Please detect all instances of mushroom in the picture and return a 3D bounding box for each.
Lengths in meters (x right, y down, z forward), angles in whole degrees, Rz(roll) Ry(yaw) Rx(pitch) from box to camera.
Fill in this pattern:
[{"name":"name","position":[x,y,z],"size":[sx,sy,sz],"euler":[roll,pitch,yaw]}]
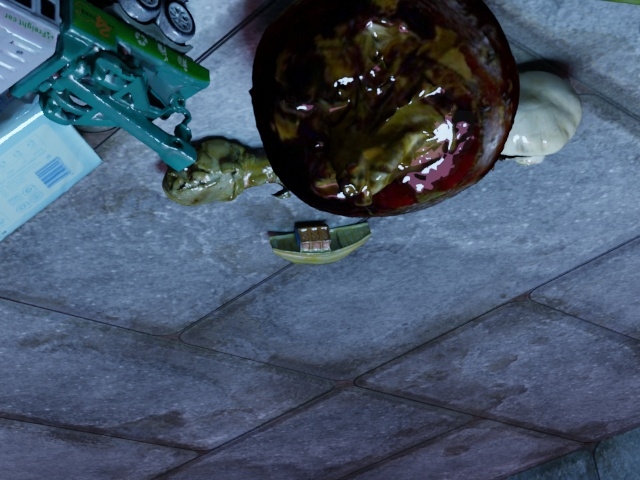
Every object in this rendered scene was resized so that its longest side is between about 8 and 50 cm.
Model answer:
[{"name":"mushroom","position":[0.291,-0.167,1.594],"size":[0.154,0.154,0.122],"euler":[-13,125,9]}]

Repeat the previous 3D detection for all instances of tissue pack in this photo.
[{"name":"tissue pack","position":[-0.443,-0.087,1.511],"size":[0.263,0.089,0.177],"euler":[-37,149,-5]}]

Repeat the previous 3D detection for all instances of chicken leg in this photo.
[{"name":"chicken leg","position":[-0.121,-0.100,1.672],"size":[0.228,0.088,0.103],"euler":[-3,138,-3]}]

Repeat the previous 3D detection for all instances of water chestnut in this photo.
[{"name":"water chestnut","position":[0.067,-0.162,1.358],"size":[0.335,0.347,0.335],"euler":[9,120,16]}]

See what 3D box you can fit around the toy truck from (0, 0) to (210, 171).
[{"name":"toy truck","position":[-0.282,-0.225,1.317],"size":[0.177,0.177,0.363],"euler":[-28,143,31]}]

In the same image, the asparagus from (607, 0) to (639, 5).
[{"name":"asparagus","position":[0.402,-0.324,1.455],"size":[0.179,0.041,0.045],"euler":[2,105,-19]}]

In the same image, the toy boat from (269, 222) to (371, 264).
[{"name":"toy boat","position":[0.000,0.000,1.914],"size":[0.172,0.065,0.066],"euler":[-6,132,-9]}]
